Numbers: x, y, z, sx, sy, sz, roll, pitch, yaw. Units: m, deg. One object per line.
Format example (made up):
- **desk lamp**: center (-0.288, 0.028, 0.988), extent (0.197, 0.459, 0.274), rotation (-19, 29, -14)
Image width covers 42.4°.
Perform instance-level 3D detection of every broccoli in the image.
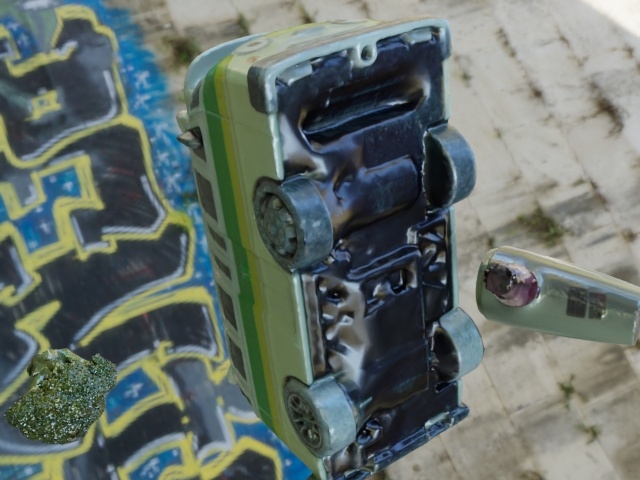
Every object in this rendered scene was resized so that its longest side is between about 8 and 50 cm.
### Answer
- **broccoli**: center (-0.376, 0.228, 1.214), extent (0.138, 0.162, 0.146), rotation (63, -2, 17)

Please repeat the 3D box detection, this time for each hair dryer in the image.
- **hair dryer**: center (0.132, 0.033, 0.505), extent (0.106, 0.154, 0.054), rotation (13, -88, 33)

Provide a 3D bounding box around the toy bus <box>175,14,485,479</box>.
- **toy bus**: center (0.000, 0.000, 0.524), extent (0.164, 0.133, 0.276), rotation (27, -49, 50)
